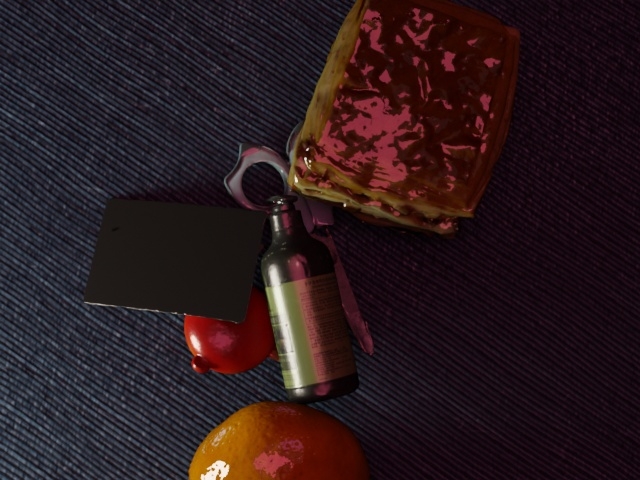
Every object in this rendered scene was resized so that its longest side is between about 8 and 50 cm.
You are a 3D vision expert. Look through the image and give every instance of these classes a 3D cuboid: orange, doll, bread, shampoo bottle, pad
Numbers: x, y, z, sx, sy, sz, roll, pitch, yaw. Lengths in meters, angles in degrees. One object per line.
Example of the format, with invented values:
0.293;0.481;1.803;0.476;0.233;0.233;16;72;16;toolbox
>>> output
-0.055;0.312;1.553;0.240;0.240;0.171;-11;39;-4;orange
-0.107;0.107;1.650;0.183;0.085;0.217;28;63;-1;doll
0.117;-0.177;1.662;0.277;0.167;0.324;17;84;-7;bread
-0.024;0.075;1.594;0.101;0.101;0.284;-12;89;-4;shampoo bottle
-0.204;0.024;1.638;0.265;0.009;0.159;6;77;24;pad

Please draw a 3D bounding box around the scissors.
0.000;0.000;1.672;0.191;0.029;0.360;-20;73;-13;scissors
